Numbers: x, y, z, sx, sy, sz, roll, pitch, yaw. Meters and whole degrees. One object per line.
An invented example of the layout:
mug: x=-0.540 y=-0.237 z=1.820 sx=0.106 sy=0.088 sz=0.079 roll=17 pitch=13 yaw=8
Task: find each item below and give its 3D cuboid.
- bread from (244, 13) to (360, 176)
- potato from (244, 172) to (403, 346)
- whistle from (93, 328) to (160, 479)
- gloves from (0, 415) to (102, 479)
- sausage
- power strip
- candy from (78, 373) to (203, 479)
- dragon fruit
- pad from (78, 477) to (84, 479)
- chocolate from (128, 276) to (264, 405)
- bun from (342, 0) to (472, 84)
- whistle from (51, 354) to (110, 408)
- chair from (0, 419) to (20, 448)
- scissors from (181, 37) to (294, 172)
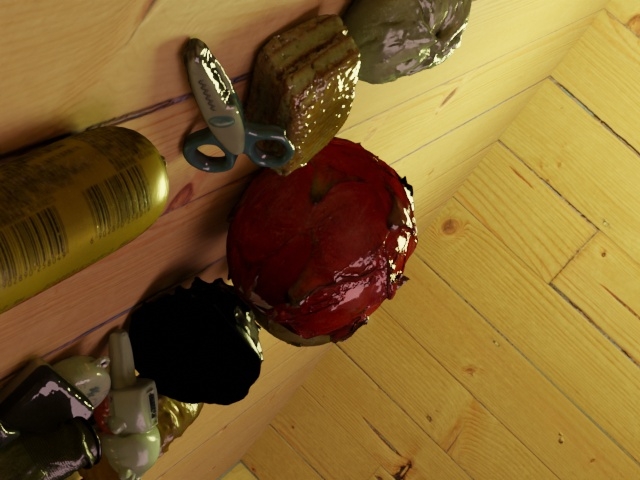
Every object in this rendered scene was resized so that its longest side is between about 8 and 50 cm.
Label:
bread: x=-0.023 y=-0.186 z=1.418 sx=0.138 sy=0.102 sz=0.196 roll=-43 pitch=167 yaw=-30
potato: x=0.018 y=0.019 z=1.983 sx=0.359 sy=0.219 sz=0.270 roll=-53 pitch=-161 yaw=-1
whistle: x=-0.303 y=0.266 z=1.740 sx=0.106 sy=0.253 sz=0.102 roll=-7 pitch=-172 yaw=-17
gloves: x=-0.418 y=0.308 z=1.454 sx=0.268 sy=0.135 sz=0.107 roll=-22 pitch=-179 yaw=-20
sausage: x=-0.267 y=-0.018 z=1.049 sx=0.347 sy=0.123 sz=0.123 roll=-33 pitch=163 yaw=-47
power strip: x=-0.441 y=0.285 z=1.532 sx=0.256 sy=0.070 sz=0.105 roll=-45 pitch=128 yaw=-8
candy: x=-0.319 y=0.315 z=1.923 sx=0.260 sy=0.118 sz=0.260 roll=-36 pitch=-171 yaw=6
dragon fruit: x=0.000 y=0.000 z=1.711 sx=0.301 sy=0.296 sz=0.295 roll=-59 pitch=171 yaw=-11
pad: x=-0.424 y=0.447 z=2.145 sx=0.367 sy=0.007 sz=0.248 roll=-32 pitch=177 yaw=28
chocolate: x=-0.190 y=0.139 z=1.825 sx=0.206 sy=0.224 sz=0.177 roll=-25 pitch=-155 yaw=26
bun: x=0.123 y=-0.294 z=1.511 sx=0.212 sy=0.126 sz=0.204 roll=-50 pitch=167 yaw=24
whistle: x=-0.408 y=0.252 z=1.654 sx=0.258 sy=0.067 sz=0.126 roll=-43 pitch=153 yaw=8
chair: x=-0.475 y=0.253 z=1.351 sx=0.221 sy=0.104 sz=0.095 roll=-33 pitch=133 yaw=-39
scissors: x=-0.114 y=-0.148 z=1.290 sx=0.289 sy=0.138 sz=0.041 roll=71 pitch=18 yaw=-66
